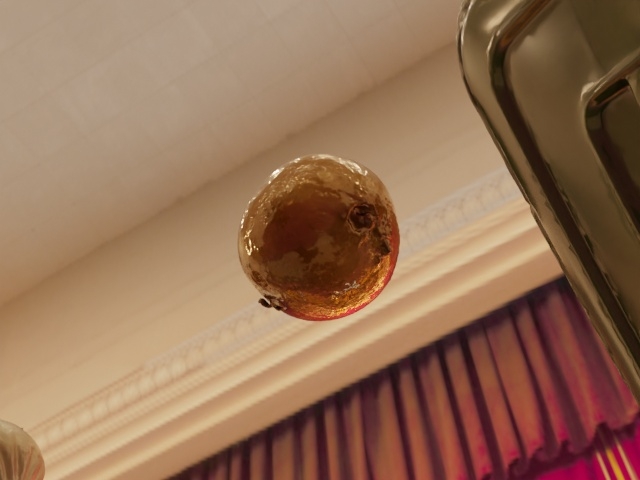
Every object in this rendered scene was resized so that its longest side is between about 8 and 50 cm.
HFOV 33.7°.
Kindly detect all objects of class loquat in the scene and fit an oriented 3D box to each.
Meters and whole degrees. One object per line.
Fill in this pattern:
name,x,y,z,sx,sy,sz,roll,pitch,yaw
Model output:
loquat,0.000,0.000,0.880,0.141,0.141,0.141,-2,-59,-3

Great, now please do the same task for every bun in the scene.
bun,-0.341,0.260,1.085,0.138,0.094,0.138,-22,-54,-34

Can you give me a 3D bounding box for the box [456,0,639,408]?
box,0.233,-0.035,0.473,0.178,0.328,0.253,-19,-12,-29
